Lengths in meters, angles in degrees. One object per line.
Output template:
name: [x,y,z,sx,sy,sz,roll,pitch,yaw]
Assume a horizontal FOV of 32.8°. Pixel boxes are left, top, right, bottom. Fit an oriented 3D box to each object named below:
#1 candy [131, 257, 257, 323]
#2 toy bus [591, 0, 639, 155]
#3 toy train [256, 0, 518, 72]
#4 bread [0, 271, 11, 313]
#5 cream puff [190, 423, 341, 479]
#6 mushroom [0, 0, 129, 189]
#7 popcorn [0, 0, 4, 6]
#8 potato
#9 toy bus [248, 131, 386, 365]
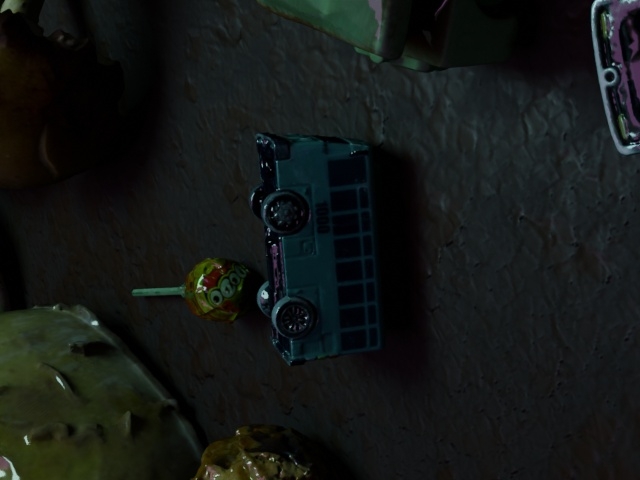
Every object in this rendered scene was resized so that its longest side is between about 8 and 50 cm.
candy: [-0.124,0.046,0.976,0.201,0.060,0.060,-5,96,56]
toy bus: [0.224,-0.093,0.496,0.175,0.101,0.088,-9,93,44]
toy train: [0.059,-0.254,0.600,0.129,0.159,0.326,29,120,37]
bread: [-0.433,0.024,1.294,0.228,0.033,0.228,31,136,36]
cream puff: [-0.037,0.203,0.868,0.133,0.119,0.104,20,99,15]
mushroom: [-0.259,-0.182,1.013,0.208,0.302,0.233,30,154,8]
popcorn: [-0.296,-0.332,0.830,0.290,0.321,0.326,41,139,52]
potato: [-0.316,0.306,1.027,0.442,0.319,0.385,53,130,12]
toy bus: [0.000,0.000,0.782,0.079,0.091,0.160,-147,52,-74]
